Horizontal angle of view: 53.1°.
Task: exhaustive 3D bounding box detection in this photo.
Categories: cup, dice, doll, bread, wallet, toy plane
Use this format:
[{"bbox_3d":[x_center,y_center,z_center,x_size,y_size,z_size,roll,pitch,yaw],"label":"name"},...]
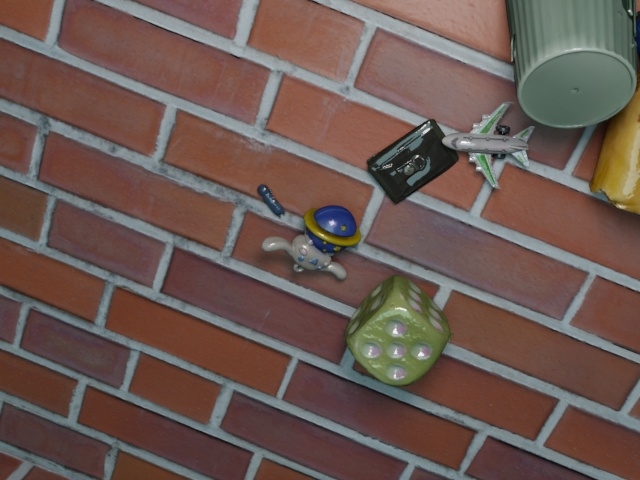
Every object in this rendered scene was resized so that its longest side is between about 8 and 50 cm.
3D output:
[{"bbox_3d":[0.651,-0.488,1.584,0.401,0.392,0.310,23,147,-21],"label":"cup"},{"bbox_3d":[0.240,0.282,2.000,0.254,0.252,0.250,41,110,-8],"label":"dice"},{"bbox_3d":[-0.156,-0.126,2.043,0.037,0.027,0.125,-32,104,18],"label":"doll"},{"bbox_3d":[0.942,-0.266,1.717,0.361,0.250,0.394,10,106,3],"label":"bread"},{"bbox_3d":[0.278,-0.238,1.929,0.245,0.052,0.168,-34,104,15],"label":"wallet"},{"bbox_3d":[-0.025,-0.016,1.985,0.311,0.159,0.242,8,140,-23],"label":"doll"},{"bbox_3d":[0.482,-0.281,1.854,0.255,0.101,0.251,6,109,11],"label":"toy plane"}]

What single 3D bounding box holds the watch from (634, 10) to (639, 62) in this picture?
[{"bbox_3d":[0.953,-0.484,1.634,0.276,0.274,0.068,8,137,7],"label":"watch"}]
